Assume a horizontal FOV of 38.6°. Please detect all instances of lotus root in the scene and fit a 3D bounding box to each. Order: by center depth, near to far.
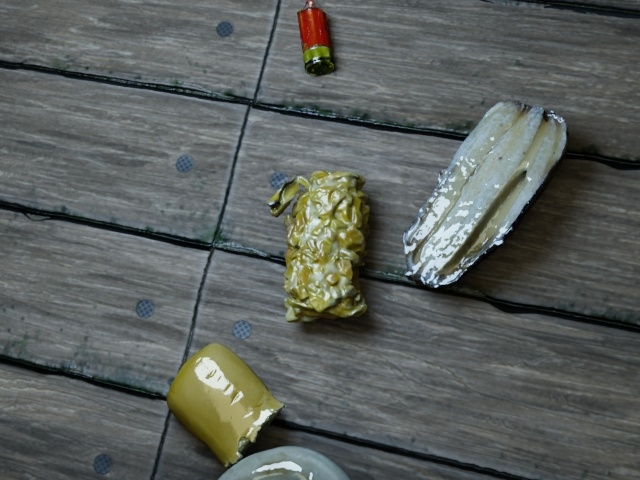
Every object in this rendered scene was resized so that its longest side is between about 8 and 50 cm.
[{"bbox_3d":[0.253,-0.055,1.389,0.167,0.078,0.329,35,85,40],"label":"lotus root"}]

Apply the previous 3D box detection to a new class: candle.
[{"bbox_3d":[-0.010,-0.342,1.519,0.052,0.052,0.131,-12,73,7],"label":"candle"}]

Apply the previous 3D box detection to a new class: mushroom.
[{"bbox_3d":[-0.060,0.401,1.243,0.243,0.243,0.244,-2,75,10],"label":"mushroom"}]

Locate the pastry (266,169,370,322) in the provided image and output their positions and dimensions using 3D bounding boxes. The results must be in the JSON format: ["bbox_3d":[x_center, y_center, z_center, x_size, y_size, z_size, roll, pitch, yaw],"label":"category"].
[{"bbox_3d":[0.000,0.000,1.400,0.154,0.102,0.250,-2,77,7],"label":"pastry"}]

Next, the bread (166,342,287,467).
[{"bbox_3d":[-0.149,0.243,1.373,0.173,0.085,0.134,38,85,17],"label":"bread"}]
